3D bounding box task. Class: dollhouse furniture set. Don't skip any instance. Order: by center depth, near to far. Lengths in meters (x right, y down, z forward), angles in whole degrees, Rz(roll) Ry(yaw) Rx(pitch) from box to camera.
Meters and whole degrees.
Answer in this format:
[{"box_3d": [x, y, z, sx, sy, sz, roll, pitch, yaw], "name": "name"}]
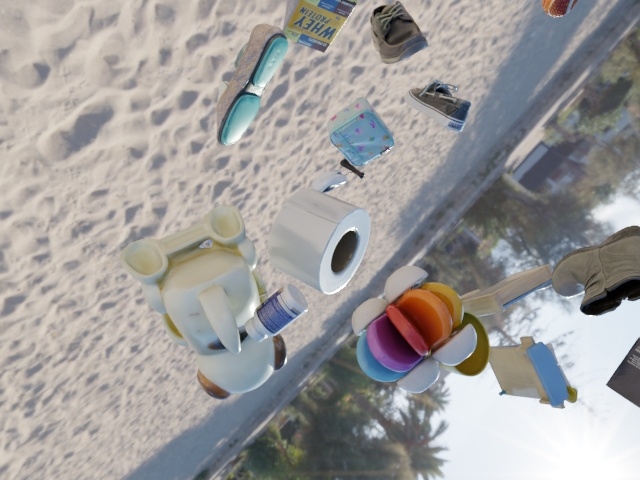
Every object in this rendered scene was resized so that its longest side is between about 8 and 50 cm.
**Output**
[{"box_3d": [0.509, 0.256, 1.198, 0.198, 0.304, 0.286, -21, 172, -22], "name": "dollhouse furniture set"}]

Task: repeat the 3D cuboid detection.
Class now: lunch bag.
[{"box_3d": [0.167, -0.436, 1.943, 0.224, 0.108, 0.279, -30, 140, 20], "name": "lunch bag"}]

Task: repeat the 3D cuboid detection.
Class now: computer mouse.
[{"box_3d": [0.054, -0.218, 1.589, 0.192, 0.106, 0.042, -30, 154, -28], "name": "computer mouse"}]

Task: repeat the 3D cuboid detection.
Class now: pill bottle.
[{"box_3d": [-0.088, 0.144, 0.908, 0.120, 0.067, 0.067, -39, 170, 13], "name": "pill bottle"}]

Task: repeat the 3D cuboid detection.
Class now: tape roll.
[{"box_3d": [0.000, 0.000, 1.242, 0.246, 0.169, 0.246, -39, 142, -40], "name": "tape roll"}]

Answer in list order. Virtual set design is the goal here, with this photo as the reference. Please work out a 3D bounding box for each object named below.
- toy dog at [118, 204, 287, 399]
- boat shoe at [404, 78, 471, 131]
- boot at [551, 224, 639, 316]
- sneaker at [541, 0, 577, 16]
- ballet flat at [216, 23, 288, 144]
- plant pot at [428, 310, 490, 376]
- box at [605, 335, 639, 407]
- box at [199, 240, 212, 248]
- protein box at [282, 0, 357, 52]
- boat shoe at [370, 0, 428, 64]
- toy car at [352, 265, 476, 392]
[{"box_3d": [-0.215, 0.180, 1.095, 0.284, 0.395, 0.408, -32, 131, -25], "name": "toy dog"}, {"box_3d": [0.353, -0.430, 1.408, 0.306, 0.113, 0.105, -110, -145, -58], "name": "boat shoe"}, {"box_3d": [0.520, 0.082, 0.892, 0.161, 0.083, 0.247, -49, 174, -33], "name": "boot"}, {"box_3d": [0.504, -0.516, 0.891, 0.175, 0.064, 0.068, -39, -145, 28], "name": "sneaker"}, {"box_3d": [-0.191, -0.390, 1.161, 0.316, 0.106, 0.107, -54, 159, 18], "name": "ballet flat"}, {"box_3d": [0.283, 0.226, 1.004, 0.134, 0.134, 0.095, -38, -174, -34], "name": "plant pot"}, {"box_3d": [0.849, 0.333, 1.214, 0.155, 0.093, 0.158, 3, 116, -45], "name": "box"}, {"box_3d": [-0.389, 0.024, 1.546, 0.203, 0.103, 0.114, -44, -171, -9], "name": "box"}, {"box_3d": [0.000, -0.669, 1.255, 0.201, 0.135, 0.200, 147, -48, -62], "name": "protein box"}, {"box_3d": [0.206, -0.614, 1.358, 0.132, 0.130, 0.355, -28, -149, 6], "name": "boat shoe"}, {"box_3d": [0.124, 0.139, 0.685, 0.182, 0.159, 0.136, -48, 162, 26], "name": "toy car"}]
